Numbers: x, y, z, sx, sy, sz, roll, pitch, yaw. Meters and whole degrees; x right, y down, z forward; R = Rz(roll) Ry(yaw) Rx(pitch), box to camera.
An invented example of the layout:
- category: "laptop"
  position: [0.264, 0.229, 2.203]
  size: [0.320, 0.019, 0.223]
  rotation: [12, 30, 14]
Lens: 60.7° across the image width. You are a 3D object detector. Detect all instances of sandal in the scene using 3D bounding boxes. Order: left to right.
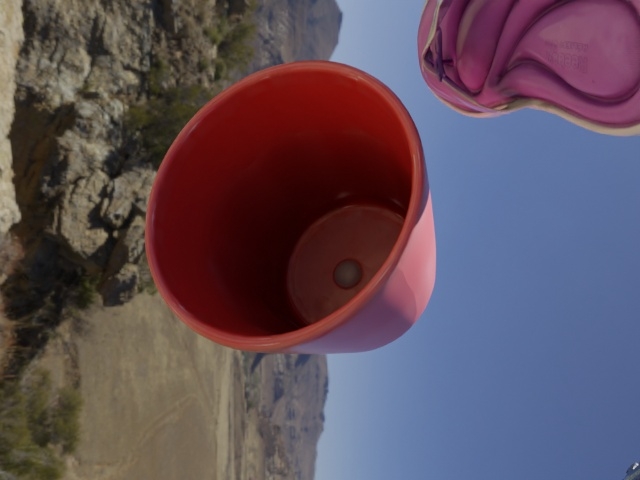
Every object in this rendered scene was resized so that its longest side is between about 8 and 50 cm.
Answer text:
- category: "sandal"
  position: [0.153, -0.184, 0.496]
  size: [0.416, 0.102, 0.169]
  rotation: [-129, -153, -69]

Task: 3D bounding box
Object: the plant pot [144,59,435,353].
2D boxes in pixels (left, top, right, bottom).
- category: "plant pot"
  position: [0.000, 0.000, 0.571]
  size: [0.243, 0.275, 0.274]
  rotation: [45, 37, -59]

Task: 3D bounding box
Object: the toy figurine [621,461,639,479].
- category: "toy figurine"
  position: [0.363, 0.313, 0.475]
  size: [0.148, 0.210, 0.212]
  rotation: [-27, 106, -46]
